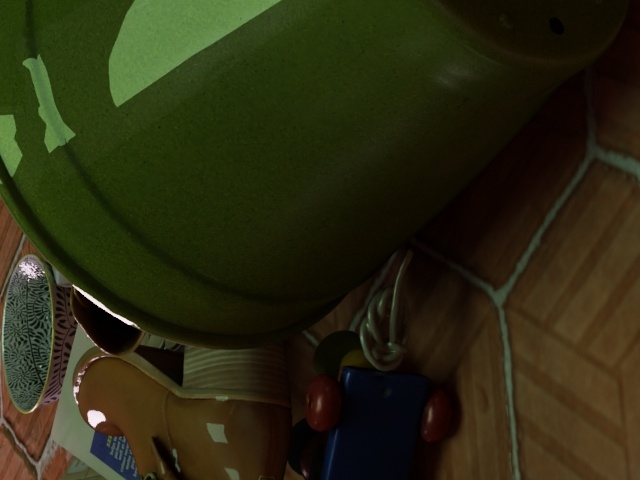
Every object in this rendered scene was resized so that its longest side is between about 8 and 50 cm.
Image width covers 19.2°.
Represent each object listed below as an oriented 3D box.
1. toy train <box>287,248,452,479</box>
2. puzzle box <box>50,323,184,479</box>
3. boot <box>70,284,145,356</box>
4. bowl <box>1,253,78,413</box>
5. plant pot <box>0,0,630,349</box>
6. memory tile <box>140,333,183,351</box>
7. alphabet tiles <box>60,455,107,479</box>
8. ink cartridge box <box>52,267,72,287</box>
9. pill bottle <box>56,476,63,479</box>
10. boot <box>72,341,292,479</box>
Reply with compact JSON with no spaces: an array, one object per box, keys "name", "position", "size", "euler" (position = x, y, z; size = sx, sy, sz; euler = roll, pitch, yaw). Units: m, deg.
[{"name":"toy train","position":[0.032,0.103,1.422],"size":[0.143,0.105,0.248],"euler":[-124,43,-68]},{"name":"puzzle box","position":[-0.131,0.023,1.714],"size":[0.272,0.052,0.409],"euler":[20,96,60]},{"name":"boot","position":[-0.150,-0.002,1.480],"size":[0.295,0.104,0.211],"euler":[86,-174,-62]},{"name":"bowl","position":[-0.278,0.100,2.028],"size":[0.170,0.080,0.170],"euler":[-7,82,62]},{"name":"plant pot","position":[0.007,-0.152,1.265],"size":[0.353,0.366,0.367],"euler":[-28,62,46]},{"name":"memory tile","position":[-0.133,0.058,1.612],"size":[0.148,0.012,0.113],"euler":[-31,39,54]},{"name":"alphabet tiles","position":[-0.198,0.247,1.759],"size":[0.198,0.009,0.237],"euler":[-17,37,42]},{"name":"ink cartridge box","position":[-0.259,-0.096,1.975],"size":[0.189,0.066,0.232],"euler":[-117,25,-59]},{"name":"pill bottle","position":[-0.201,0.307,1.819],"size":[0.208,0.117,0.118],"euler":[21,106,61]},{"name":"boot","position":[-0.112,0.187,1.477],"size":[0.283,0.109,0.220],"euler":[-20,64,47]}]
